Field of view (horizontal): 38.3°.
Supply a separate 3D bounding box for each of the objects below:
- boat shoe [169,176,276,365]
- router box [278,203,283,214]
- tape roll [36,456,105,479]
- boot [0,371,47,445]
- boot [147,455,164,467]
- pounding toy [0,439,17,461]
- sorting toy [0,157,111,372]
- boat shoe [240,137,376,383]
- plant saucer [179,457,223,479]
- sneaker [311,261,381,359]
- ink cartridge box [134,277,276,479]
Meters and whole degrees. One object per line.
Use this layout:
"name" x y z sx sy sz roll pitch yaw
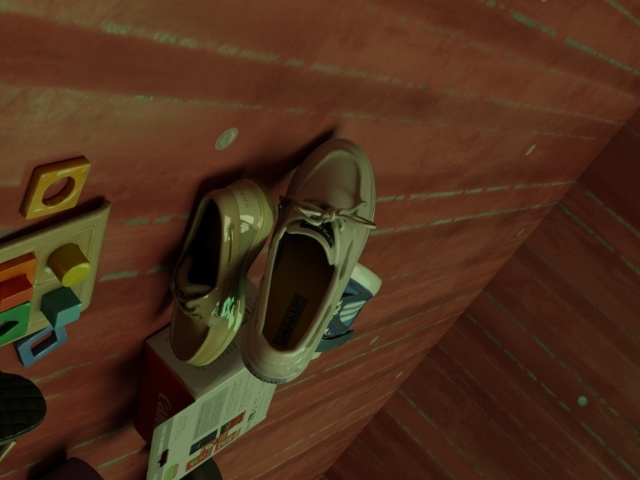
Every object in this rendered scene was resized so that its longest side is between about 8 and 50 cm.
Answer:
"boat shoe" -0.155 0.051 1.220 0.098 0.109 0.302 -16 140 -47
"router box" -0.019 -0.007 1.404 0.038 0.092 0.122 -40 162 -17
"tape roll" -0.370 0.437 1.427 0.080 0.189 0.189 -32 157 -37
"boot" -0.427 0.230 1.012 0.246 0.083 0.161 -16 154 -23
"boot" -0.232 0.369 1.755 0.197 0.073 0.152 -44 167 5
"pounding toy" -0.419 0.377 1.148 0.183 0.237 0.110 -50 149 3
"sorting toy" -0.305 0.058 0.985 0.196 0.047 0.348 -30 156 -39
"boat shoe" -0.009 -0.002 1.199 0.156 0.136 0.367 113 0 -65
"plant saucer" -0.261 0.577 1.813 0.043 0.317 0.317 9 130 -30
"sneaker" -0.011 0.130 1.650 0.236 0.130 0.323 -49 168 -4
"ink cartridge box" -0.203 0.246 1.482 0.272 0.130 0.309 -32 157 -33
